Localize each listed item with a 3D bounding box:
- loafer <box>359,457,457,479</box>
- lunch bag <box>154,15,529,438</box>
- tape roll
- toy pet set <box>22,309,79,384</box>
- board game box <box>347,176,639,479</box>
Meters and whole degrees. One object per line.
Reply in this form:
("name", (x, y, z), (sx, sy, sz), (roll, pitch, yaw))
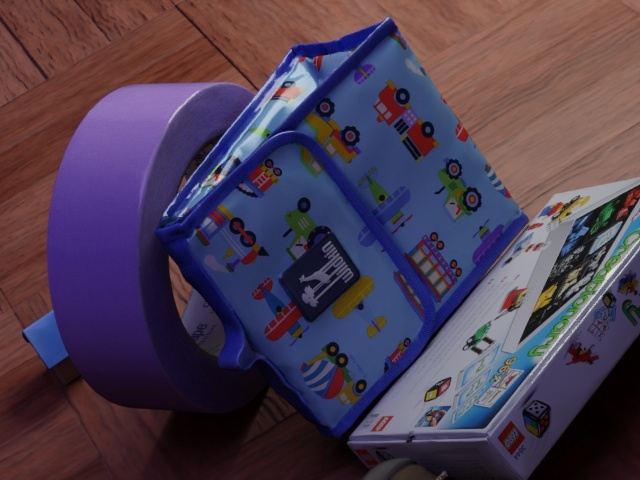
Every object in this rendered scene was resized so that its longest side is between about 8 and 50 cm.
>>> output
("loafer", (0.077, 0.279, 1.240), (0.130, 0.134, 0.366), (-2, 29, 8))
("lunch bag", (0.000, 0.000, 1.499), (0.138, 0.221, 0.293), (-11, 32, 50))
("tape roll", (-0.113, 0.005, 1.543), (0.090, 0.275, 0.275), (0, 45, 28))
("toy pet set", (-0.215, 0.069, 1.688), (0.114, 0.065, 0.122), (-34, 40, -13))
("board game box", (0.173, 0.066, 1.448), (0.305, 0.053, 0.193), (-47, 18, -26))
